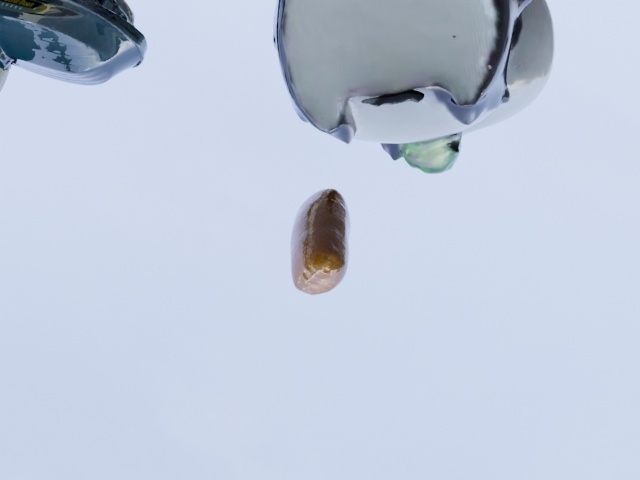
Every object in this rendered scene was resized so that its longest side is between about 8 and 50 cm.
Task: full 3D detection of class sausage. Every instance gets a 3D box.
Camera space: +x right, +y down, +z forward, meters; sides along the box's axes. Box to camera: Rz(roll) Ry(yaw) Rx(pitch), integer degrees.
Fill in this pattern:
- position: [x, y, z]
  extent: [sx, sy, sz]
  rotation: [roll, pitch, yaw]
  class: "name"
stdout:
- position: [0.000, 0.000, 2.216]
  extent: [0.098, 0.098, 0.238]
  rotation: [22, -151, -12]
  class: "sausage"

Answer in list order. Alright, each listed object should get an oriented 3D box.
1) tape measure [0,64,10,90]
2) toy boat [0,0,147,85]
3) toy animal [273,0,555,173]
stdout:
- position: [-0.442, -0.287, 1.753]
  extent: [0.133, 0.271, 0.231]
  rotation: [12, -175, 22]
  class: "tape measure"
- position: [-0.285, -0.239, 1.627]
  extent: [0.296, 0.122, 0.114]
  rotation: [16, 154, 46]
  class: "toy boat"
- position: [0.076, -0.157, 1.154]
  extent: [0.212, 0.212, 0.267]
  rotation: [39, -173, 15]
  class: "toy animal"
